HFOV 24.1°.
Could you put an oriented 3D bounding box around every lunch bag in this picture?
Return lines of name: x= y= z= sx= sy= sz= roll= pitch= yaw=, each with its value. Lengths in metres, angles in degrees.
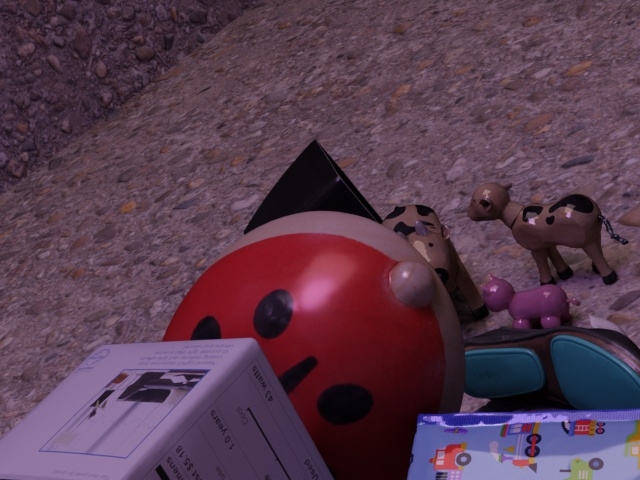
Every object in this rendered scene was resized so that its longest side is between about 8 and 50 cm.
lunch bag: x=0.220 y=0.254 z=1.251 sx=0.293 sy=0.138 sz=0.221 roll=-11 pitch=47 yaw=29

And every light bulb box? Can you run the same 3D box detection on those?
light bulb box: x=-0.151 y=0.330 z=1.284 sx=0.225 sy=0.358 sz=0.361 roll=-7 pitch=29 yaw=44

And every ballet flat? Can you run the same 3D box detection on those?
ballet flat: x=0.251 y=0.118 z=1.503 sx=0.096 sy=0.095 sz=0.280 roll=-27 pitch=19 yaw=-34

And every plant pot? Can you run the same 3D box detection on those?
plant pot: x=0.000 y=0.000 z=2.080 sx=0.167 sy=0.187 sz=0.188 roll=-38 pitch=22 yaw=5

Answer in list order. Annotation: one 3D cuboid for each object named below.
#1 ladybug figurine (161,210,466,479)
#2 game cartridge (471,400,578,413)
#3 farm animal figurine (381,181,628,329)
ladybug figurine: x=-0.036 y=0.150 z=1.468 sx=0.162 sy=0.305 sz=0.449 roll=-30 pitch=-14 yaw=-45
game cartridge: x=0.278 y=0.209 z=1.462 sx=0.230 sy=0.068 sz=0.355 roll=-29 pitch=22 yaw=-15
farm animal figurine: x=0.159 y=0.025 z=1.837 sx=0.330 sy=0.172 sz=0.327 roll=-33 pitch=23 yaw=-14
